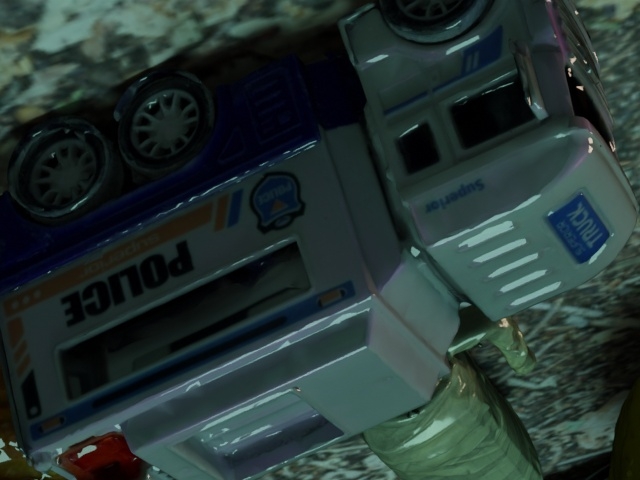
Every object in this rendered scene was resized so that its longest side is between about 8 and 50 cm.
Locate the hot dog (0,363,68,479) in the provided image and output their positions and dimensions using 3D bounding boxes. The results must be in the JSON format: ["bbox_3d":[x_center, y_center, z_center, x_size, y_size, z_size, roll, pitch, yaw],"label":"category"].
[{"bbox_3d":[-0.165,0.220,0.987,0.174,0.267,0.387,19,157,22],"label":"hot dog"}]

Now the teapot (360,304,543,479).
[{"bbox_3d":[0.080,0.095,1.042,0.107,0.077,0.200,-26,149,9],"label":"teapot"}]

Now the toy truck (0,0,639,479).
[{"bbox_3d":[0.000,0.000,0.762,0.268,0.155,0.124,-25,149,14],"label":"toy truck"}]

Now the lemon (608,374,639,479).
[{"bbox_3d":[0.295,0.159,1.081,0.254,0.253,0.310,-20,128,6],"label":"lemon"}]

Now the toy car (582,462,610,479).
[{"bbox_3d":[0.229,0.181,1.280,0.205,0.056,0.095,-25,150,13],"label":"toy car"}]
